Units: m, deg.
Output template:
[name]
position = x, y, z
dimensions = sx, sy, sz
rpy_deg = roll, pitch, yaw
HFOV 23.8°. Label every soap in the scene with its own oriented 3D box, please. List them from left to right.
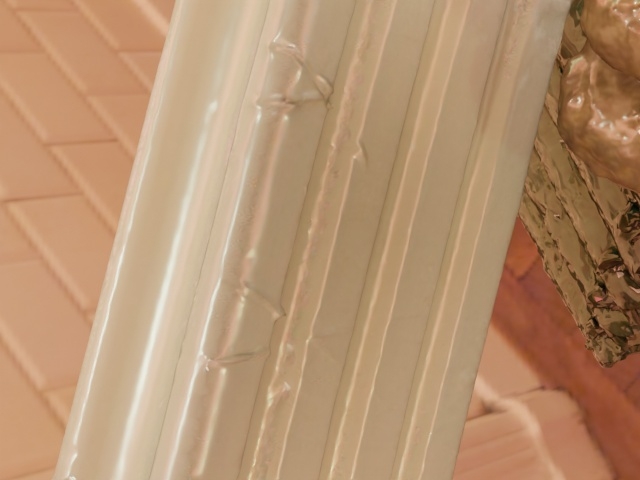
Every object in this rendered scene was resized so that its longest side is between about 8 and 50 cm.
[soap]
position = 0.000, 0.000, 0.466
dimensions = 0.066, 0.119, 0.198
rpy_deg = 12, 87, 46

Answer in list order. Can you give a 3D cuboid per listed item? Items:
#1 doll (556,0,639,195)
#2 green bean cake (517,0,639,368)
[doll]
position = 0.185, 0.039, 0.384
dimensions = 0.286, 0.091, 0.203
rpy_deg = 17, 119, 36
[green bean cake]
position = 0.206, -0.067, 0.618
dimensions = 0.255, 0.241, 0.132
rpy_deg = -24, 67, -3
